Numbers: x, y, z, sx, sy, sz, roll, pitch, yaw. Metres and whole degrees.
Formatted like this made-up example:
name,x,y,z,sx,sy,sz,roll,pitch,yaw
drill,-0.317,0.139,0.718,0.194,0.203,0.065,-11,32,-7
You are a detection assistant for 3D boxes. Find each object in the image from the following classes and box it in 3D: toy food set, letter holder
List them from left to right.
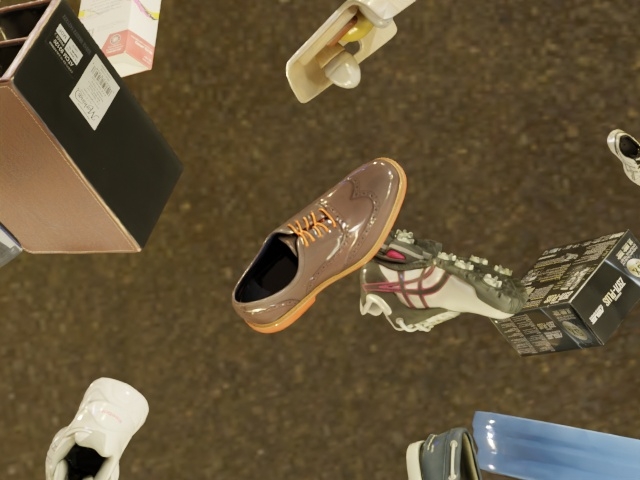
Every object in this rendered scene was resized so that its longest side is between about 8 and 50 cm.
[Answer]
name,x,y,z,sx,sy,sz,roll,pitch,yaw
letter holder,-0.353,-0.133,1.886,0.214,0.152,0.302,-3,137,32
toy food set,0.094,-0.315,2.144,0.092,0.220,0.306,52,152,-2

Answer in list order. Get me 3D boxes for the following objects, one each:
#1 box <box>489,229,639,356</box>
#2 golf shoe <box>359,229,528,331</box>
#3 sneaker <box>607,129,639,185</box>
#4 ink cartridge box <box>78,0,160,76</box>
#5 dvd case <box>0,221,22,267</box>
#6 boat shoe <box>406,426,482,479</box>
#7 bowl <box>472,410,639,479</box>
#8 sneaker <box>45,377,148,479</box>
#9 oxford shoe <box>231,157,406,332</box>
name,x,y,z,sx,sy,sz,roll,pitch,yaw
box,0.336,0.072,1.984,0.077,0.147,0.180,51,151,-12
golf shoe,0.152,0.068,1.882,0.273,0.105,0.120,22,99,51
sneaker,0.362,-0.091,1.719,0.032,0.037,0.083,-45,99,-1
ink cartridge box,-0.309,-0.352,2.302,0.115,0.067,0.198,-9,65,34
dvd case,-0.426,-0.002,1.474,0.179,0.239,0.029,-36,53,-2
boat shoe,0.168,0.336,1.680,0.079,0.095,0.254,-26,60,27
bowl,0.381,0.290,1.896,0.391,0.391,0.077,5,81,46
sneaker,-0.275,0.257,1.681,0.090,0.115,0.232,27,132,1
oxford shoe,0.000,0.000,1.822,0.097,0.098,0.271,40,87,23
